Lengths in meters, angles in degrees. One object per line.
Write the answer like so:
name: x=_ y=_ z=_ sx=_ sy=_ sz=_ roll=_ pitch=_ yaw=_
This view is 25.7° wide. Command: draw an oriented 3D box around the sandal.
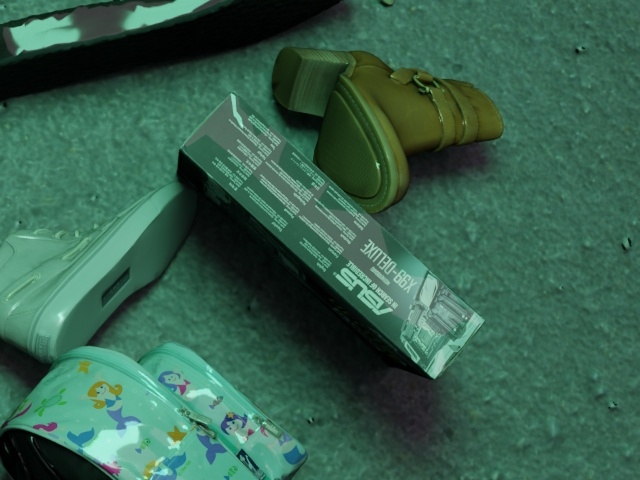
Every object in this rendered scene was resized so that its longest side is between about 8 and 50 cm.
sandal: x=-0.155 y=-0.248 z=1.405 sx=0.445 sy=0.167 sz=0.107 roll=-16 pitch=84 yaw=-24

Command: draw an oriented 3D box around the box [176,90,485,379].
box: x=0.000 y=0.000 z=1.336 sx=0.307 sy=0.242 sz=0.076 roll=42 pitch=85 yaw=-4

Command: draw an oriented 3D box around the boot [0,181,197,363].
boot: x=-0.230 y=0.007 z=1.335 sx=0.123 sy=0.095 sz=0.258 roll=23 pitch=41 yaw=17

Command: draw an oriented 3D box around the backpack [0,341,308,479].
backpack: x=-0.151 y=0.201 z=1.226 sx=0.253 sy=0.225 sz=0.191 roll=35 pitch=62 yaw=-6

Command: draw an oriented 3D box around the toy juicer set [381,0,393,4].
toy juicer set: x=0.008 y=-0.410 z=1.481 sx=0.329 sy=0.089 sz=0.209 roll=22 pitch=104 yaw=-44

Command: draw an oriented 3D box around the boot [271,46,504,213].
boot: x=0.091 y=-0.109 z=1.435 sx=0.220 sy=0.283 sz=0.109 roll=6 pitch=113 yaw=-26
